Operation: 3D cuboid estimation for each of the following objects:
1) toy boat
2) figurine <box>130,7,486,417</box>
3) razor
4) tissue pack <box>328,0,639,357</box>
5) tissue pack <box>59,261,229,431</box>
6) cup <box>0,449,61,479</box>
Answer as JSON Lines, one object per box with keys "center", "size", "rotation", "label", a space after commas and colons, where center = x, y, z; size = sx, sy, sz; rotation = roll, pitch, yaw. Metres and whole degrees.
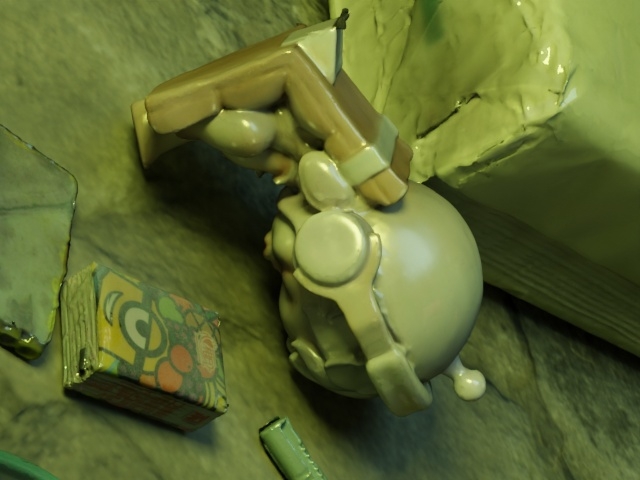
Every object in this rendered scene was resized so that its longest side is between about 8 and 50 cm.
{"center": [-0.148, -0.002, 0.773], "size": [0.063, 0.016, 0.115], "rotation": [36, 36, -28], "label": "toy boat"}
{"center": [0.004, -0.001, 0.880], "size": [0.237, 0.141, 0.162], "rotation": [60, 8, -13], "label": "figurine"}
{"center": [0.035, 0.181, 0.847], "size": [0.211, 0.036, 0.084], "rotation": [50, 8, 1], "label": "razor"}
{"center": [0.190, -0.108, 1.130], "size": [0.380, 0.207, 0.297], "rotation": [23, 51, -41], "label": "tissue pack"}
{"center": [-0.086, 0.053, 0.790], "size": [0.083, 0.035, 0.063], "rotation": [28, 41, -40], "label": "tissue pack"}
{"center": [-0.145, 0.167, 0.476], "size": [0.299, 0.173, 0.168], "rotation": [29, 41, -35], "label": "cup"}
